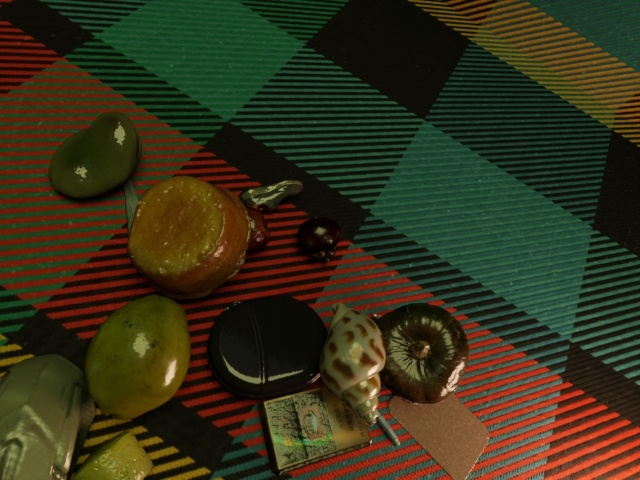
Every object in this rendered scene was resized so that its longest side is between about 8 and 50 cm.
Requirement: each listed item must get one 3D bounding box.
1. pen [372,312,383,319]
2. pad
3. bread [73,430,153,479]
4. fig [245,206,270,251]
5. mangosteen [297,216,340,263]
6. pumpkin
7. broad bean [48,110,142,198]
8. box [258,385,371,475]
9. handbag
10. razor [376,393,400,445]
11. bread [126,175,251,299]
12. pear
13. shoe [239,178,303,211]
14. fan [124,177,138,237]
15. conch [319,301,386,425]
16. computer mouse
[{"bbox_3d":[0.233,0.252,1.319,0.197,0.032,0.053,27,57,-5],"label":"pen"},{"bbox_3d":[0.316,0.478,1.239,0.266,0.002,0.176,45,57,9],"label":"pad"},{"bbox_3d":[-0.414,0.459,0.942,0.114,0.111,0.129,47,62,0],"label":"bread"},{"bbox_3d":[-0.202,-0.016,1.274,0.128,0.128,0.151,31,81,0],"label":"fig"},{"bbox_3d":[0.000,0.000,1.336,0.139,0.140,0.140,8,60,-15],"label":"mangosteen"},{"bbox_3d":[0.249,0.278,1.188,0.260,0.189,0.261,-1,79,6],"label":"pumpkin"},{"bbox_3d":[-0.590,-0.217,1.246,0.263,0.121,0.189,-43,84,-8],"label":"broad bean"},{"bbox_3d":[-0.013,0.437,1.108,0.239,0.071,0.160,-8,67,-23],"label":"box"},{"bbox_3d":[-0.124,0.253,1.151,0.307,0.093,0.254,-6,60,-22],"label":"handbag"},{"bbox_3d":[0.155,0.456,1.178,0.068,0.040,0.135,-32,81,-30],"label":"razor"},{"bbox_3d":[-0.323,-0.010,1.151,0.311,0.172,0.313,-3,73,9],"label":"bread"},{"bbox_3d":[-0.386,0.244,1.007,0.212,0.212,0.269,25,63,-4],"label":"pear"},{"bbox_3d":[-0.139,-0.126,1.385,0.194,0.074,0.077,-13,79,-22],"label":"shoe"},{"bbox_3d":[-0.514,-0.124,1.279,0.057,0.023,0.282,-12,68,-17],"label":"fan"},{"bbox_3d":[0.081,0.281,1.097,0.148,0.182,0.275,-4,68,27],"label":"conch"},{"bbox_3d":[-0.581,0.416,0.883,0.228,0.145,0.430,13,59,-15],"label":"computer mouse"}]
